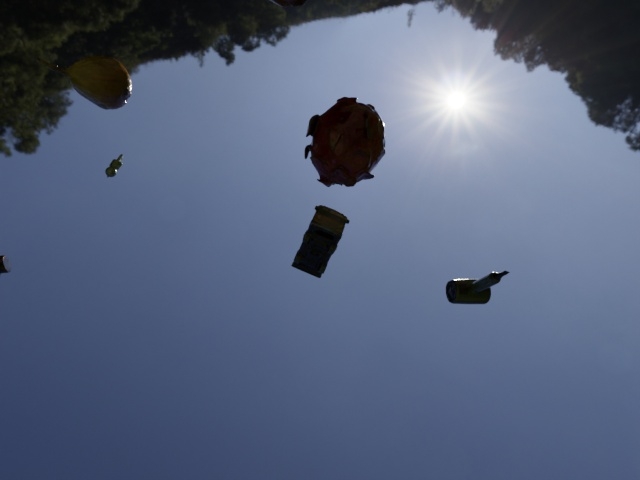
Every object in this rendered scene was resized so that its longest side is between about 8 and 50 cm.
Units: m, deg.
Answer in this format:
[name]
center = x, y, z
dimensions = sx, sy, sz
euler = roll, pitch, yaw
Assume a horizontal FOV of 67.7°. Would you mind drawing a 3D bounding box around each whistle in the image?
[whistle]
center = -0.681, -0.246, 1.581
dimensions = 0.035, 0.035, 0.100
euler = 15, -122, 5

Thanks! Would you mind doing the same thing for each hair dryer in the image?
[hair dryer]
center = 0.282, 0.078, 0.829
dimensions = 0.071, 0.150, 0.047
euler = 0, -108, -13

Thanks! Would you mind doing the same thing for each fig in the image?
[fig]
center = -0.704, -0.493, 1.431
dimensions = 0.257, 0.159, 0.159
euler = 10, -139, -42

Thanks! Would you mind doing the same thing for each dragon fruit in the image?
[dragon fruit]
center = 0.047, -0.166, 0.772
dimensions = 0.136, 0.133, 0.166
euler = 35, -118, -4

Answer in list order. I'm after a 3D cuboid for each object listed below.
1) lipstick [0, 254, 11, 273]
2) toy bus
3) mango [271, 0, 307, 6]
[lipstick]
center = -0.906, 0.096, 1.034
dimensions = 0.418, 0.077, 0.077
euler = -13, -127, -12
[toy bus]
center = 0.000, 0.000, 1.197
dimensions = 0.091, 0.182, 0.103
euler = 24, -132, -2
[mango]
center = -0.052, -0.450, 0.621
dimensions = 0.136, 0.236, 0.166
euler = 0, -118, -34
